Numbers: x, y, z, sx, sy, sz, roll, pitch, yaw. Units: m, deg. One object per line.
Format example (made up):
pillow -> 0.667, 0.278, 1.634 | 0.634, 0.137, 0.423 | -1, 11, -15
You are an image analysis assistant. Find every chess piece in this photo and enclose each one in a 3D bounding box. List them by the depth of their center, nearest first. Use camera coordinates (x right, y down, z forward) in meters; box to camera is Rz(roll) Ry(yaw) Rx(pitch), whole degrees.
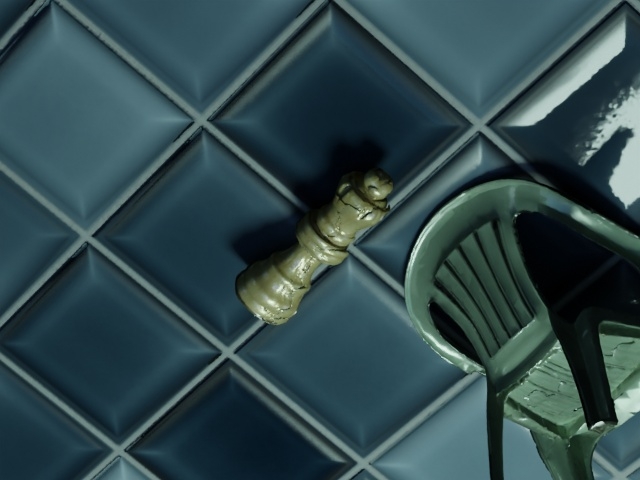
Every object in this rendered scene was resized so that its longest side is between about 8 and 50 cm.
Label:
chess piece -> 0.000, 0.000, 1.641 | 0.060, 0.060, 0.172 | 39, 120, -12

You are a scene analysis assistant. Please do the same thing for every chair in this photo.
chair -> 0.195, 0.102, 1.585 | 0.190, 0.274, 0.203 | 23, 124, -30
